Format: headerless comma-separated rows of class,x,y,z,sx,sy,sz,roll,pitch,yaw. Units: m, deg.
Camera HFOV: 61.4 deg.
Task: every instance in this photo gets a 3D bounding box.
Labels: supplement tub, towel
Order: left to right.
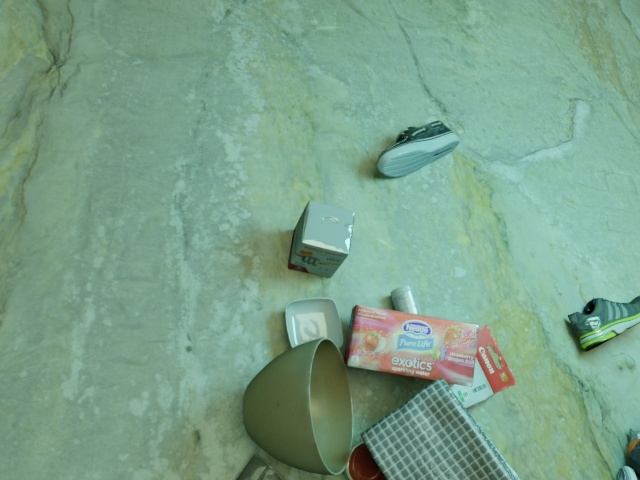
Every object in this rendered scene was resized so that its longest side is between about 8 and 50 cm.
supplement tub,0.235,0.182,1.453,0.071,0.071,0.107,-5,66,-18
towel,0.256,0.472,1.151,0.235,0.121,0.283,-36,67,-1

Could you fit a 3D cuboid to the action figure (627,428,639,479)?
action figure,0.877,0.540,1.334,0.179,0.330,0.341,8,94,1

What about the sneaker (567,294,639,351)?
sneaker,0.865,0.215,1.601,0.300,0.111,0.121,-20,68,-25

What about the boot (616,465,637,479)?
boot,0.756,0.663,1.378,0.086,0.069,0.190,13,49,12

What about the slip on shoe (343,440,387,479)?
slip on shoe,0.216,0.527,1.267,0.332,0.101,0.123,8,65,-11

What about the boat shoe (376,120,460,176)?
boat shoe,0.286,-0.292,1.682,0.335,0.121,0.119,-21,65,-35

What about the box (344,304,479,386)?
box,0.218,0.255,1.324,0.300,0.142,0.154,10,80,1

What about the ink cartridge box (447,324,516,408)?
ink cartridge box,0.411,0.334,1.443,0.225,0.056,0.180,-16,71,-20

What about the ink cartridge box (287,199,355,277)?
ink cartridge box,0.000,0.000,1.412,0.128,0.176,0.127,14,62,-9

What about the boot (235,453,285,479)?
boot,-0.196,0.550,1.152,0.190,0.076,0.208,43,68,-9

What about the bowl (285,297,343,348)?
bowl,-0.022,0.220,1.371,0.142,0.053,0.142,-3,67,-17

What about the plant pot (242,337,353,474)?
plant pot,-0.059,0.370,1.194,0.191,0.284,0.284,-11,64,18
